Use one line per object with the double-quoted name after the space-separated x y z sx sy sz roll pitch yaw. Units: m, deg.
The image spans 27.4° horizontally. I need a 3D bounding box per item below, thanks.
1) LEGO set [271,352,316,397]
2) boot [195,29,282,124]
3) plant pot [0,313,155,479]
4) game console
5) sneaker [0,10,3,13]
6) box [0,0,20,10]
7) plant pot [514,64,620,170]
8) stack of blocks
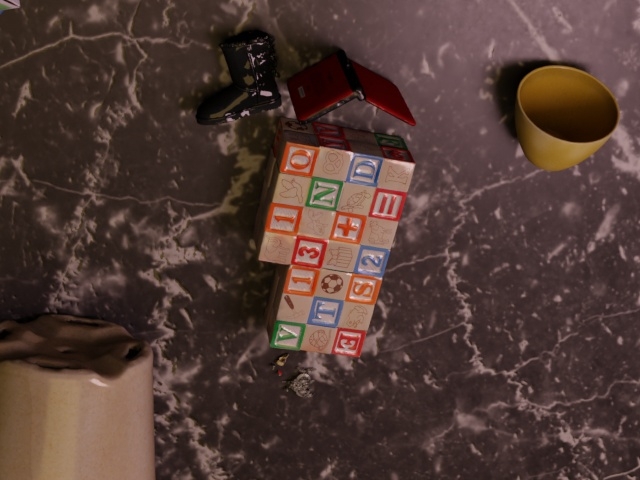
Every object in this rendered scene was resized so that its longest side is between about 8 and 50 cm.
-0.035 0.198 1.871 0.083 0.023 0.054 29 109 -21 "LEGO set"
-0.106 -0.204 1.642 0.121 0.045 0.099 -16 121 -8 "boot"
-0.346 0.272 1.724 0.334 0.334 0.305 5 105 -11 "plant pot"
0.035 -0.170 1.624 0.124 0.144 0.085 -28 116 6 "game console"
-0.422 -0.241 1.572 0.144 0.053 0.059 -35 116 19 "sneaker"
-0.470 -0.346 1.383 0.262 0.127 0.231 -8 86 10 "box"
0.307 -0.146 1.700 0.134 0.134 0.095 2 144 -10 "plant pot"
0.000 0.000 1.738 0.171 0.087 0.297 8 116 -12 "stack of blocks"
